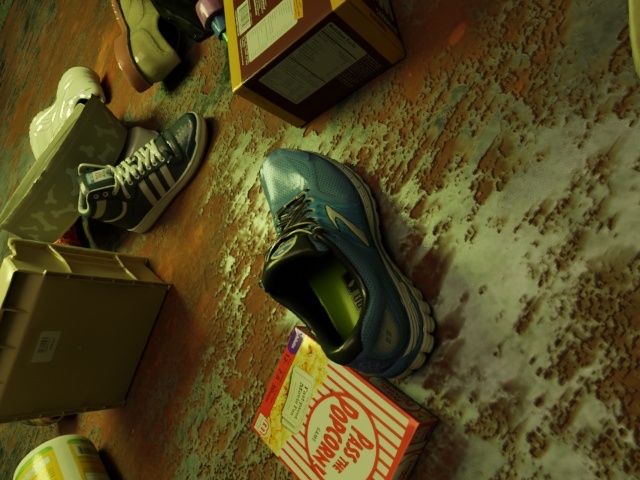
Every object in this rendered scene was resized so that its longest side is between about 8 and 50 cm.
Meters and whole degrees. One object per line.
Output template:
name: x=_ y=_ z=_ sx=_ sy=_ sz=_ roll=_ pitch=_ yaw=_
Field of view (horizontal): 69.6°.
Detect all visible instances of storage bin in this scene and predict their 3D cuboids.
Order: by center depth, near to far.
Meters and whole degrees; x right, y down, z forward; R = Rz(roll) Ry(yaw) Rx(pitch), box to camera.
storage bin: x=-0.432 y=0.154 z=0.785 sx=0.123 sy=0.260 sz=0.262 roll=28 pitch=98 yaw=37

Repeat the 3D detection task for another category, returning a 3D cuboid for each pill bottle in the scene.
pill bottle: x=-0.410 y=0.460 z=0.767 sx=0.245 sy=0.136 sz=0.136 roll=32 pitch=100 yaw=41

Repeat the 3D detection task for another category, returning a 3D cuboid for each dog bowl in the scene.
dog bowl: x=-0.543 y=-0.146 z=0.982 sx=0.348 sy=0.102 sz=0.349 roll=-31 pitch=40 yaw=30

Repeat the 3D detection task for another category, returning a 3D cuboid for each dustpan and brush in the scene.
dustpan and brush: x=-0.360 y=-0.190 z=0.951 sx=0.211 sy=0.060 sz=0.147 roll=-23 pitch=52 yaw=42

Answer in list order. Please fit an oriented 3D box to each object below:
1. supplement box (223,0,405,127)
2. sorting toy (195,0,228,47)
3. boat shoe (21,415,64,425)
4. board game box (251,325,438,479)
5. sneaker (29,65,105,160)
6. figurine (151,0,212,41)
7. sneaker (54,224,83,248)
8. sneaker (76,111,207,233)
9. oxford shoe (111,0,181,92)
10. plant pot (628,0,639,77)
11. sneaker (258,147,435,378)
supplement box: x=-0.016 y=-0.300 z=0.627 sx=0.194 sy=0.129 sz=0.191 roll=-24 pitch=64 yaw=34
sorting toy: x=-0.058 y=-0.434 z=0.739 sx=0.365 sy=0.127 sz=0.126 roll=-31 pitch=90 yaw=34
boat shoe: x=-0.570 y=0.230 z=0.986 sx=0.119 sy=0.122 sz=0.324 roll=-6 pitch=84 yaw=34
board game box: x=0.017 y=0.209 z=0.526 sx=0.193 sy=0.045 sz=0.147 roll=28 pitch=98 yaw=41
sneaker: x=-0.661 y=-0.304 z=1.200 sx=0.297 sy=0.111 sz=0.129 roll=-52 pitch=58 yaw=19
figurine: x=-0.290 y=-0.526 z=0.864 sx=0.092 sy=0.209 sz=0.215 roll=-6 pitch=75 yaw=39
sneaker: x=-0.623 y=-0.016 z=1.101 sx=0.270 sy=0.090 sz=0.145 roll=9 pitch=87 yaw=44
sneaker: x=-0.333 y=-0.133 z=0.840 sx=0.282 sy=0.153 sz=0.099 roll=-49 pitch=53 yaw=20
oxford shoe: x=-0.364 y=-0.465 z=1.002 sx=0.130 sy=0.123 sz=0.348 roll=-21 pitch=62 yaw=6
plant pot: x=0.343 y=-0.273 z=0.219 sx=0.305 sy=0.334 sz=0.334 roll=1 pitch=80 yaw=29
sneaker: x=0.000 y=0.000 z=0.527 sx=0.130 sy=0.147 sz=0.330 roll=-46 pitch=53 yaw=22
